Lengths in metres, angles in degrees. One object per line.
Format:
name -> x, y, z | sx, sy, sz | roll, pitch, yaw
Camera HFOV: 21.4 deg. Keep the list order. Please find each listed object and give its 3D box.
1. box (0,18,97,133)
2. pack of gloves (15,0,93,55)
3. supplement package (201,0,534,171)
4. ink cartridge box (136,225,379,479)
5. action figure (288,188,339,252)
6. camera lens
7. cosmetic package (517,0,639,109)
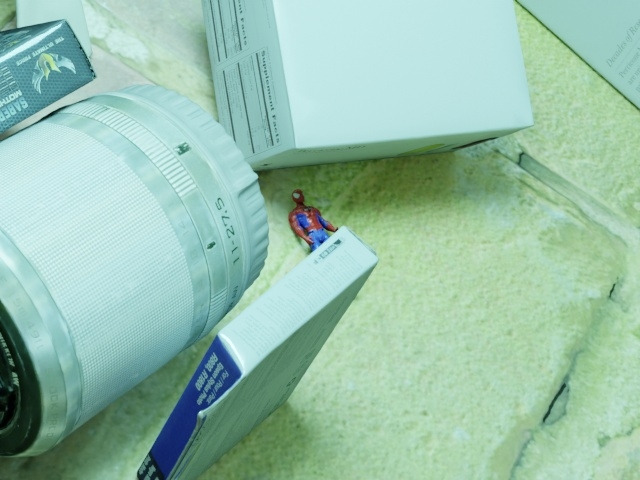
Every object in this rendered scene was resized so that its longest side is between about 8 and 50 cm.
box -> -0.313, -0.096, 1.354 | 0.232, 0.183, 0.059 | -34, 107, -22
pack of gloves -> -0.280, -0.228, 1.479 | 0.195, 0.232, 0.046 | -29, 39, -34
supplement package -> 0.042, -0.182, 1.593 | 0.261, 0.145, 0.204 | -7, 86, -28
ink cartridge box -> -0.069, 0.115, 1.313 | 0.045, 0.223, 0.224 | 41, 48, 9
action figure -> 0.000, 0.000, 1.563 | 0.038, 0.030, 0.115 | -14, 60, -27
camera lens -> -0.202, 0.021, 1.325 | 0.219, 0.219, 0.274 | 44, 49, 11
cosmetic package -> 0.394, -0.280, 1.866 | 0.453, 0.161, 0.230 | 44, 50, 11
